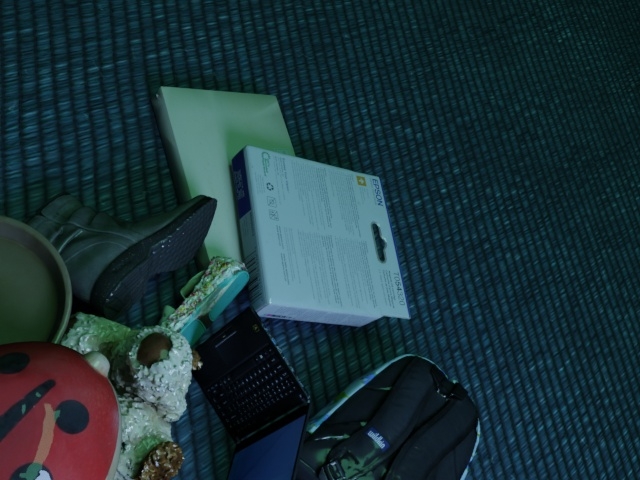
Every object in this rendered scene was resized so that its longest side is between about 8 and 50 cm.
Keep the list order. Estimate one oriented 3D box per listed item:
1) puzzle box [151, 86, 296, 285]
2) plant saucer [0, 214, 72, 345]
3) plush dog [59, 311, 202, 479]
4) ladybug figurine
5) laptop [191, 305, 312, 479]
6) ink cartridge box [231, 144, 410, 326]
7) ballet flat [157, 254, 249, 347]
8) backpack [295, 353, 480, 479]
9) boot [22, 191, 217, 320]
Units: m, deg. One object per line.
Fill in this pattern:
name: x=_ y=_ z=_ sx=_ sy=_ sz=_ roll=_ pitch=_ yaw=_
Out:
puzzle box: x=-0.153 y=-0.106 z=1.731 sx=0.272 sy=0.052 sz=0.409 roll=-1 pitch=65 yaw=-38
plant saucer: x=-0.498 y=0.092 z=1.290 sx=0.277 sy=0.041 sz=0.278 roll=4 pitch=66 yaw=-9
plush dog: x=-0.276 y=0.245 z=1.319 sx=0.210 sy=0.262 sz=0.225 roll=36 pitch=65 yaw=-54
ladybug figurine: x=-0.433 y=0.294 z=1.102 sx=0.305 sy=0.162 sz=0.449 roll=37 pitch=65 yaw=7
laptop: x=-0.134 y=0.277 z=1.380 sx=0.136 sy=0.234 sz=0.264 roll=-28 pitch=83 yaw=-45
ink cartridge box: x=0.000 y=0.000 z=1.700 sx=0.330 sy=0.071 sz=0.324 roll=11 pitch=57 yaw=-36
ballet flat: x=-0.218 y=0.119 z=1.513 sx=0.077 sy=0.091 sz=0.241 roll=31 pitch=63 yaw=24
backpack: x=0.117 y=0.354 z=1.534 sx=0.290 sy=0.273 sz=0.355 roll=40 pitch=59 yaw=6
boot: x=-0.335 y=-0.025 z=1.475 sx=0.222 sy=0.118 sz=0.338 roll=28 pitch=34 yaw=15
